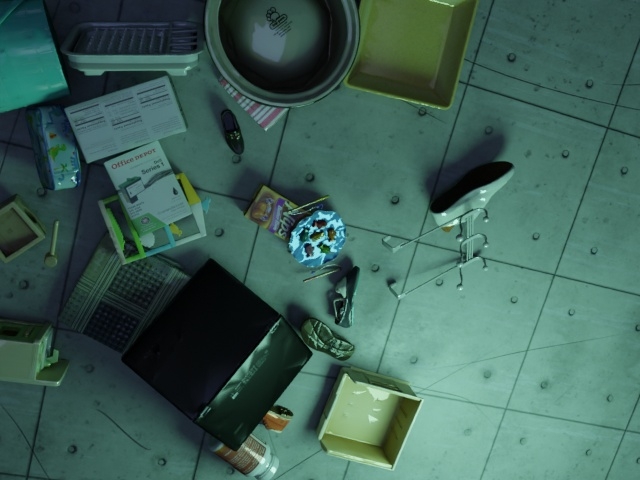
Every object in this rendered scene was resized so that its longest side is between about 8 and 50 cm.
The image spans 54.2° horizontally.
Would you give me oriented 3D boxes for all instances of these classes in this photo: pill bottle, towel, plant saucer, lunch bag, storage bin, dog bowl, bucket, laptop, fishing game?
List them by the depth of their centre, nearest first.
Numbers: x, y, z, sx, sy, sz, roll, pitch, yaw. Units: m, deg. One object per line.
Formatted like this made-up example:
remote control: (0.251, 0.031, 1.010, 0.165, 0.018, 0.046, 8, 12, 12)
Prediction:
bucket: (-0.732, -0.456, 1.523, 0.183, 0.281, 0.281, -16, 107, -15)
lunch bag: (-0.698, -0.244, 1.632, 0.090, 0.176, 0.219, -16, 106, -35)
dog bowl: (-0.108, -0.554, 1.654, 0.407, 0.150, 0.408, -3, 101, -14)
towel: (-0.172, -0.425, 1.757, 0.144, 0.029, 0.197, -44, 108, 0)
plant saucer: (0.246, -0.568, 1.768, 0.332, 0.081, 0.333, 10, 103, -13)
towel: (-0.556, 0.170, 1.833, 0.312, 0.056, 0.324, 31, 99, -13)
fishing game: (0.000, 0.000, 1.855, 0.189, 0.041, 0.264, -18, 120, -18)
laptop: (-0.286, 0.345, 1.860, 0.382, 0.236, 0.408, -50, 140, -15)
pill bottle: (-0.238, 0.664, 1.973, 0.121, 0.121, 0.216, -46, 107, 3)
storage bin: (0.152, 0.568, 2.020, 0.260, 0.123, 0.262, 18, 101, -15)

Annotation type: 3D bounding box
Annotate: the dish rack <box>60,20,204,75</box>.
dish rack: (-0.459, -0.482, 1.572, 0.332, 0.286, 0.072, -2, 125, -10)

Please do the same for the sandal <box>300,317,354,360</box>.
sandal: (0.018, 0.305, 1.966, 0.219, 0.060, 0.090, 32, 102, -31)

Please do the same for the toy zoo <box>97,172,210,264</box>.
toy zoo: (-0.451, -0.070, 1.768, 0.293, 0.030, 0.192, -21, 98, -11)

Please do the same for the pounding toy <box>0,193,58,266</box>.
pounding toy: (-0.798, -0.020, 1.716, 0.181, 0.094, 0.206, -35, 117, -5)

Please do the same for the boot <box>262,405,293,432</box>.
boot: (-0.173, 0.562, 1.995, 0.157, 0.059, 0.085, 27, 103, -17)

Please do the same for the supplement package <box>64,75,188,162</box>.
supplement package: (-0.493, -0.319, 1.631, 0.261, 0.204, 0.145, -19, 106, -5)

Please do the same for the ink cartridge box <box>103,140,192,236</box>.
ink cartridge box: (-0.466, -0.141, 1.696, 0.160, 0.092, 0.219, -26, 99, -11)

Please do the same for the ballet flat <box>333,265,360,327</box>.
ballet flat: (0.077, 0.175, 1.935, 0.074, 0.074, 0.203, 4, 106, -11)

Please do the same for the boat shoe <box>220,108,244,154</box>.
boat shoe: (-0.248, -0.304, 1.766, 0.048, 0.042, 0.133, -19, 108, -7)

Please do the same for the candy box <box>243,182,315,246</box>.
candy box: (-0.120, -0.075, 1.842, 0.186, 0.053, 0.109, 30, 96, -18)

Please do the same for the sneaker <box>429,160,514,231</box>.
sneaker: (0.473, -0.133, 1.925, 0.290, 0.106, 0.123, -33, 127, 0)

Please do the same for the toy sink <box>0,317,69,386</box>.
toy sink: (-0.831, 0.307, 1.757, 0.234, 0.153, 0.131, 11, 102, -12)

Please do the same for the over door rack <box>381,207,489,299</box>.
over door rack: (0.361, 0.056, 1.889, 0.324, 0.108, 0.240, -18, 134, -6)
